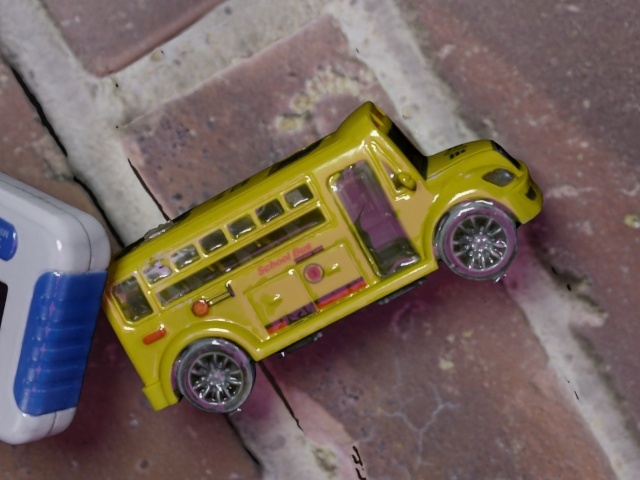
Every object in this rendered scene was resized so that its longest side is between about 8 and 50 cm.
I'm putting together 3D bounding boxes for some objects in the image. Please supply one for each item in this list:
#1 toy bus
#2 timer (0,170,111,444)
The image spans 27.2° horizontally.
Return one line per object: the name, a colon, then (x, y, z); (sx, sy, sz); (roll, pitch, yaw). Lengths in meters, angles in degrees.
toy bus: (0.000, 0.000, 1.015); (0.330, 0.144, 0.152); (-28, 98, 10)
timer: (-0.268, 0.030, 1.011); (0.253, 0.078, 0.178); (24, 107, 32)
